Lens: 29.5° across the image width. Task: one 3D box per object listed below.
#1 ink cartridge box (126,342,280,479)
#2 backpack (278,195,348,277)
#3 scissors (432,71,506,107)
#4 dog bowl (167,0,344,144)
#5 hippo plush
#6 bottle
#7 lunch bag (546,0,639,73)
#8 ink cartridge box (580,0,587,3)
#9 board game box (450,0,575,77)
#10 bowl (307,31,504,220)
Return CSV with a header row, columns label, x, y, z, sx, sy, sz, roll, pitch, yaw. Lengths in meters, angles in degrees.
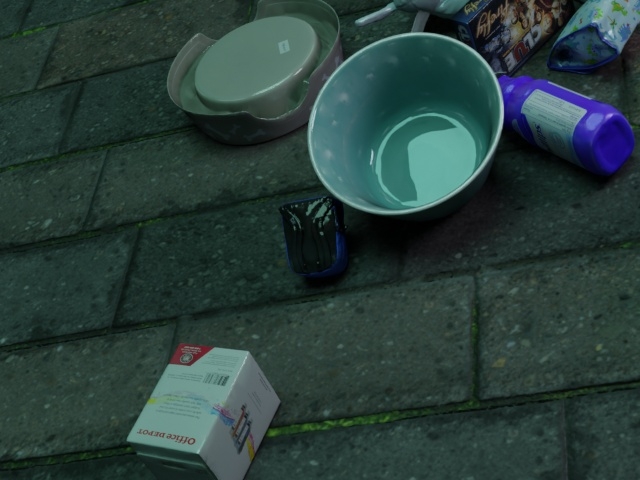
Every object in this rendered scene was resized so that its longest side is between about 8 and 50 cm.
label,x,y,z,sx,sy,sz,roll,pitch,yaw
ink cartridge box,-0.164,0.257,1.727,0.128,0.127,0.176,5,50,30
backpack,0.000,0.000,1.930,0.098,0.101,0.120,-12,75,22
scissors,0.180,-0.206,2.034,0.297,0.109,0.021,-10,16,23
dog bowl,-0.112,-0.320,2.311,0.348,0.102,0.349,-14,43,14
hippo plush,0.236,-0.512,2.294,0.294,0.234,0.236,-60,11,25
bottle,0.362,-0.195,1.922,0.092,0.118,0.283,-49,42,-7
lunch bag,0.460,-0.354,2.057,0.129,0.096,0.151,-53,18,-27
ink cartridge box,0.459,-0.575,2.116,0.130,0.309,0.272,-36,42,-11
board game box,0.337,-0.388,2.100,0.243,0.165,0.042,-45,44,-19
bowl,0.152,-0.153,1.919,0.311,0.163,0.312,-8,65,18
